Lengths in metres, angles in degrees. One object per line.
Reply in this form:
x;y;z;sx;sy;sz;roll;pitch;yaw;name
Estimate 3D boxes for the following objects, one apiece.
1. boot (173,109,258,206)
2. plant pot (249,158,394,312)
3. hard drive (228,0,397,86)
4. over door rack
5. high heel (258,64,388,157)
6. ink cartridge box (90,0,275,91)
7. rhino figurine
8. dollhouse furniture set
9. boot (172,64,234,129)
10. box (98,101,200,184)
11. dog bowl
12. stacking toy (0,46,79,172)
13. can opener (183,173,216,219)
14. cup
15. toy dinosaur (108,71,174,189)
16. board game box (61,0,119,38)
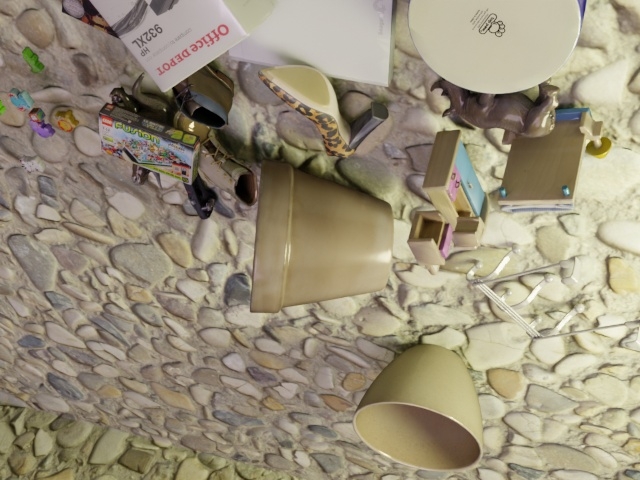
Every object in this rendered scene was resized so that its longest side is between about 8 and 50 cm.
-0.213;-0.174;1.618;0.165;0.077;0.213;34;157;40;boot
0.000;0.000;1.636;0.280;0.323;0.323;4;142;-6;plant pot
-0.022;-0.385;1.366;0.307;0.040;0.203;13;141;12;hard drive
0.495;0.114;1.631;0.239;0.108;0.324;39;159;-20;over door rack
-0.026;-0.233;1.467;0.261;0.093;0.186;18;151;-23;high heel
-0.261;-0.437;1.287;0.223;0.129;0.307;-23;116;34;ink cartridge box
0.296;-0.239;1.345;0.243;0.073;0.106;17;132;30;rhino figurine
0.355;-0.057;1.386;0.303;0.286;0.198;-2;144;31;dollhouse furniture set
-0.252;-0.297;1.475;0.219;0.106;0.082;24;137;-36;boot
-0.349;-0.197;1.585;0.207;0.036;0.114;20;140;4;box
0.272;-0.361;1.201;0.264;0.104;0.265;14;141;11;dog bowl
-0.627;-0.276;1.679;0.052;0.167;0.221;2;138;24;stacking toy
-0.292;-0.124;1.787;0.073;0.059;0.186;6;139;20;can opener
0.273;0.410;2.005;0.331;0.237;0.331;14;141;11;cup
-0.371;-0.258;1.648;0.160;0.121;0.313;17;138;-13;toy dinosaur
-0.359;-0.447;1.450;0.243;0.042;0.165;24;142;-3;board game box
